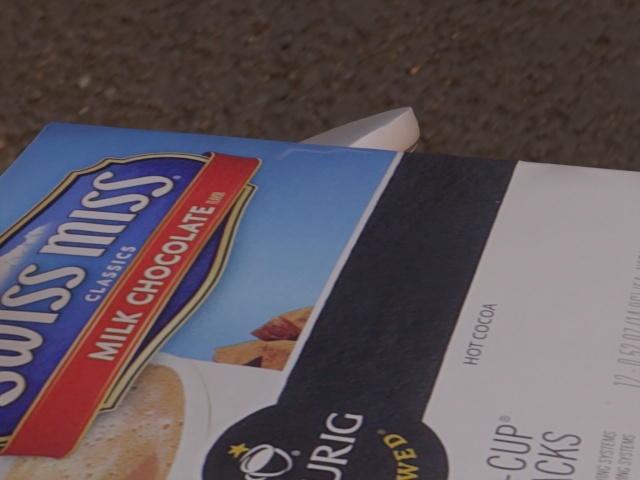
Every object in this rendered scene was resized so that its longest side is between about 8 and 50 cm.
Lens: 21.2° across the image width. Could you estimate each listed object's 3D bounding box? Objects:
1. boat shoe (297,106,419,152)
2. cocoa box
[{"bbox_3d":[0.000,0.000,0.832,0.080,0.228,0.076,-16,105,24],"label":"boat shoe"},{"bbox_3d":[-0.009,0.168,0.537,0.228,0.231,0.347,6,120,14],"label":"cocoa box"}]
